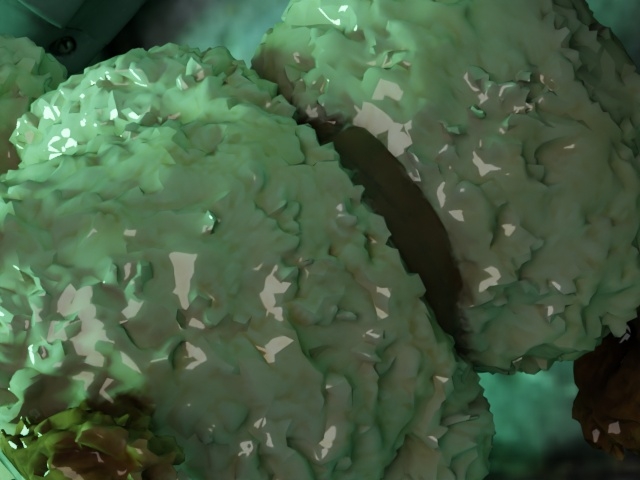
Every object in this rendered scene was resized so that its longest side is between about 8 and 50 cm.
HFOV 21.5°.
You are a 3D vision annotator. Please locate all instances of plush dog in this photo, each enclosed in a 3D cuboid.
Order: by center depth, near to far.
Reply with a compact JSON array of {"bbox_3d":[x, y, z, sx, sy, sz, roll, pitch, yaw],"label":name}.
[{"bbox_3d":[0.000,0.000,0.501,0.225,0.210,0.262,-38,90,-14],"label":"plush dog"}]

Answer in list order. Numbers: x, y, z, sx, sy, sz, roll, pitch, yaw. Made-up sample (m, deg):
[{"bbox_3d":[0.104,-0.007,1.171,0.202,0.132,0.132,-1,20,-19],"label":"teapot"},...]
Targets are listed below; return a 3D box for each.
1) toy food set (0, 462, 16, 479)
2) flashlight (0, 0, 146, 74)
[{"bbox_3d":[-0.100,0.073,0.622,0.078,0.019,0.122,-12,83,21],"label":"toy food set"},{"bbox_3d":[-0.187,-0.046,0.620,0.304,0.103,0.103,-46,70,15],"label":"flashlight"}]
